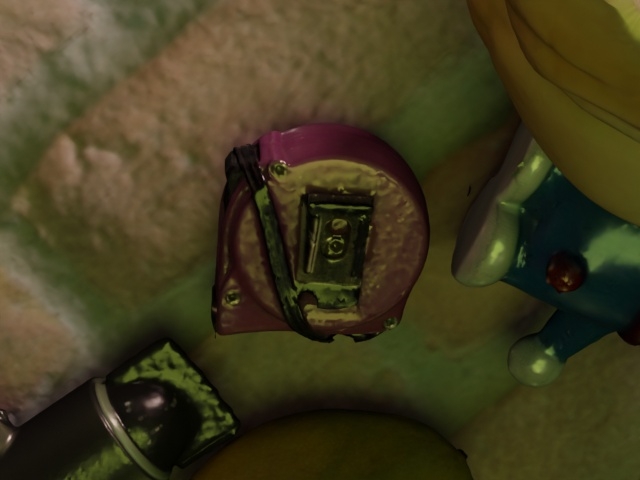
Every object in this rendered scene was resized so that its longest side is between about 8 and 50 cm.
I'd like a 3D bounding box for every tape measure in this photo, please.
[{"bbox_3d":[0.000,0.000,0.984,0.118,0.074,0.125,1,115,-5],"label":"tape measure"}]

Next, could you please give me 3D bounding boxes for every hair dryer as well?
[{"bbox_3d":[-0.193,0.066,1.007,0.195,0.078,0.248,-35,106,9],"label":"hair dryer"}]

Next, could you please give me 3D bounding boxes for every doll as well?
[{"bbox_3d":[0.204,0.015,0.978,0.257,0.161,0.215,29,122,2],"label":"doll"}]

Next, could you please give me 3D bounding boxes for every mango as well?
[{"bbox_3d":[-0.001,0.156,1.026,0.191,0.085,0.122,-3,72,-11],"label":"mango"}]

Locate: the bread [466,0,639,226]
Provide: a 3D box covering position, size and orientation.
[{"bbox_3d":[0.275,-0.162,0.804,0.424,0.245,0.329,-24,94,4],"label":"bread"}]
